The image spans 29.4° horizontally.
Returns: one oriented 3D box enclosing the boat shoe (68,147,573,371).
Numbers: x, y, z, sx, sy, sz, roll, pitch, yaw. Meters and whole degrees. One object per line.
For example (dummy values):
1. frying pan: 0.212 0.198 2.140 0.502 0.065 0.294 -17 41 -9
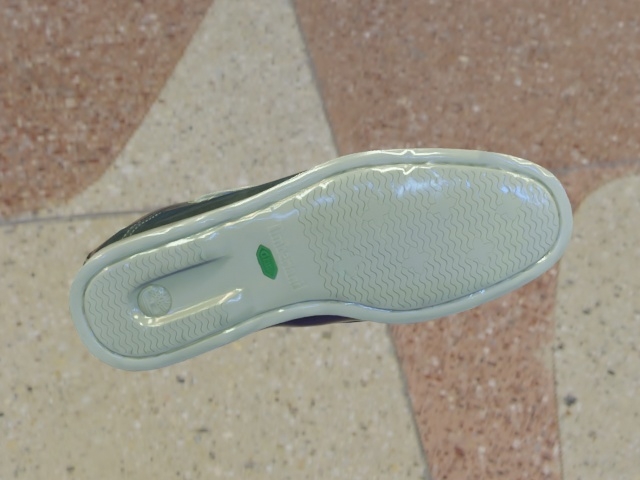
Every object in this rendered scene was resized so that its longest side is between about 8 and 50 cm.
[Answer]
1. boat shoe: 0.000 0.000 0.581 0.233 0.084 0.079 -12 12 4
